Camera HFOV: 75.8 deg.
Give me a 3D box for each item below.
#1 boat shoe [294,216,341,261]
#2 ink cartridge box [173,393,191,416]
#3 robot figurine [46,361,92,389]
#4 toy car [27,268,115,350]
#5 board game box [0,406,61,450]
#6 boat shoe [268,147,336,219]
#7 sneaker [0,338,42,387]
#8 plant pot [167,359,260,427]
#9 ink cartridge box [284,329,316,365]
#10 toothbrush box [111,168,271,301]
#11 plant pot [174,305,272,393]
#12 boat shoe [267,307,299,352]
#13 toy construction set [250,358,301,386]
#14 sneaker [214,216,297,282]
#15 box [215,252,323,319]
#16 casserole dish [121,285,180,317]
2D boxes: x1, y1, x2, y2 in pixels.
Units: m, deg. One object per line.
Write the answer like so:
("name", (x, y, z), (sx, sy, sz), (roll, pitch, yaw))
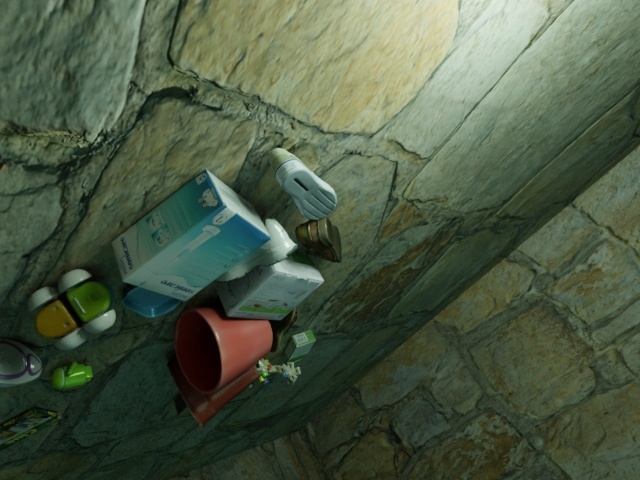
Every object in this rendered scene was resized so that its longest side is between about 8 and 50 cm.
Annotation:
("boat shoe", (0.000, 0.000, 1.328), (0.105, 0.110, 0.307), (-8, 158, 11))
("ink cartridge box", (-0.516, 0.701, 1.880), (0.193, 0.088, 0.235), (-46, 148, 25))
("robot figurine", (-0.764, 0.415, 1.254), (0.115, 0.067, 0.101), (3, 144, -44))
("toy car", (-0.585, 0.162, 0.998), (0.182, 0.159, 0.136), (-32, -176, -2))
("board game box", (-1.039, 0.645, 1.380), (0.260, 0.030, 0.136), (-27, 152, -8))
("boat shoe", (-0.038, -0.145, 1.070), (0.109, 0.094, 0.302), (-32, 156, 5))
("sneaker", (-0.862, 0.313, 1.003), (0.152, 0.114, 0.305), (-32, 149, 27))
("plant pot", (-0.393, 0.511, 1.565), (0.265, 0.272, 0.272), (-30, 151, -20))
("ink cartridge box", (-0.110, 0.531, 2.025), (0.109, 0.062, 0.209), (-11, 144, -31))
("toothbrush box", (-0.308, 0.000, 1.005), (0.296, 0.126, 0.216), (-37, 150, 7))
("plant pot", (-0.314, 0.338, 1.387), (0.243, 0.274, 0.274), (-10, 144, -48))
("boat shoe", (-0.152, 0.295, 1.619), (0.123, 0.123, 0.341), (-44, 158, -51))
("toy construction set", (-0.260, 0.612, 1.940), (0.215, 0.151, 0.328), (-43, 137, 22))
("sneaker", (-0.208, 0.028, 1.164), (0.297, 0.129, 0.111), (-24, -172, 22))
("box", (-0.160, 0.146, 1.353), (0.231, 0.126, 0.262), (-44, 147, 19))
("casserole dish", (-0.482, 0.161, 1.171), (0.114, 0.037, 0.188), (-30, 151, -3))
